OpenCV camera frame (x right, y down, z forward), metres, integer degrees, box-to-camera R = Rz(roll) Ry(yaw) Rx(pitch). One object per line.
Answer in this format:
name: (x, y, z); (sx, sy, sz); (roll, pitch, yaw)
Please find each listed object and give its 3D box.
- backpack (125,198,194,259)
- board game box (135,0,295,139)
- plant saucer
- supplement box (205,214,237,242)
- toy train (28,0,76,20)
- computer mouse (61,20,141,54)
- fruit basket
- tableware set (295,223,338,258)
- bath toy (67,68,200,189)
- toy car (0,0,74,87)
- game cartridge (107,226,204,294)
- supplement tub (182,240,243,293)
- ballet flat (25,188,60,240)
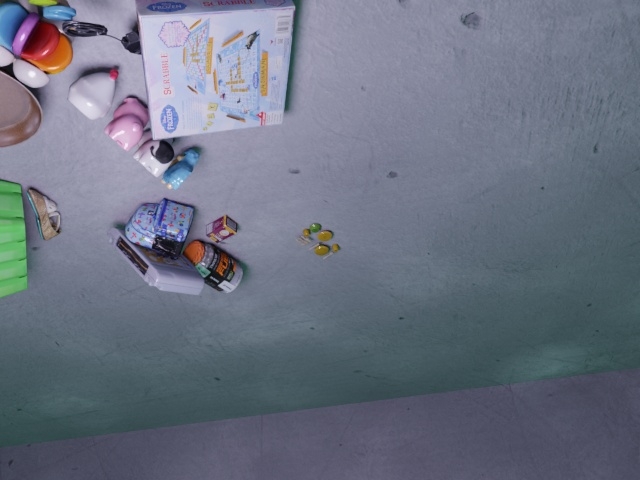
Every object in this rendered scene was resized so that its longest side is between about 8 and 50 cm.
backpack: (-0.469, -0.046, 1.700); (0.173, 0.158, 0.117); (20, 129, -10)
board game box: (-0.229, -0.380, 1.296); (0.317, 0.066, 0.319); (-10, 144, -18)
plant saucer: (-0.784, -0.312, 1.294); (0.310, 0.050, 0.311); (-7, 155, -3)
supplement box: (-0.306, -0.035, 1.809); (0.083, 0.043, 0.055); (-26, 138, 26)
toy train: (-0.502, -0.487, 1.038); (0.105, 0.248, 0.144); (-1, 98, -4)
computer mouse: (-0.421, -0.433, 1.227); (0.071, 0.041, 0.242); (-10, 177, 39)
fruit basket: (-1.005, 0.020, 1.594); (0.391, 0.283, 0.392); (-17, 146, -12)
tableware set: (0.000, 0.000, 1.901); (0.104, 0.024, 0.154); (-33, 133, 27)
bath toy: (-0.447, -0.278, 1.425); (0.129, 0.151, 0.348); (-49, 131, -5)
toy car: (-0.593, -0.412, 1.188); (0.182, 0.159, 0.136); (32, 169, -36)
game cartridge: (-0.476, 0.059, 1.720); (0.198, 0.297, 0.062); (10, 111, -51)
supplement tub: (-0.353, 0.085, 1.897); (0.117, 0.117, 0.190); (-26, 138, 26)
ballet flat: (-0.799, -0.082, 1.701); (0.067, 0.073, 0.206); (-20, 151, -25)
